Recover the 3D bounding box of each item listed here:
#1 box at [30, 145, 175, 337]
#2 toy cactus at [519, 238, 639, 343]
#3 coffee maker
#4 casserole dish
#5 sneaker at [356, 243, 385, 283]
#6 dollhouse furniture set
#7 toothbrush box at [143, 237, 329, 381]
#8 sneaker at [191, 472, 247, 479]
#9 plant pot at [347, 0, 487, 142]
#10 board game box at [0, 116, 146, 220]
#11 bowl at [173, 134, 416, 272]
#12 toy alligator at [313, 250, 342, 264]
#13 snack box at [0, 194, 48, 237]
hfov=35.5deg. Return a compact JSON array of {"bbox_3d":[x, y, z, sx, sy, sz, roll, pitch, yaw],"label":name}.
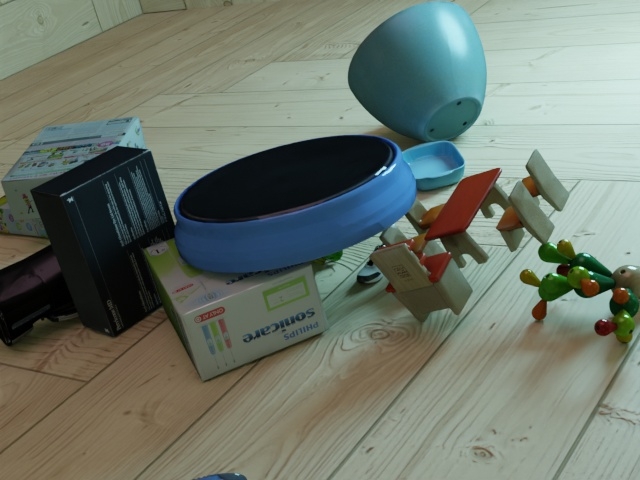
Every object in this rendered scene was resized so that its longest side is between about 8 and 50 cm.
[{"bbox_3d":[-0.341,-0.001,1.663,0.103,0.261,0.184,9,33,42],"label":"box"},{"bbox_3d":[0.379,0.069,1.338,0.180,0.112,0.219,-2,18,-18],"label":"toy cactus"},{"bbox_3d":[-0.488,0.071,1.700,0.178,0.171,0.120,-30,30,-29],"label":"coffee maker"},{"bbox_3d":[0.215,-0.142,1.923,0.114,0.037,0.188,-15,25,0],"label":"casserole dish"},{"bbox_3d":[0.091,0.032,1.614,0.040,0.043,0.109,8,34,36],"label":"sneaker"},{"bbox_3d":[0.190,-0.019,1.463,0.262,0.135,0.259,-17,29,46],"label":"dollhouse furniture set"},{"bbox_3d":[-0.138,0.074,1.561,0.206,0.122,0.283,-21,26,-12],"label":"toothbrush box"},{"bbox_3d":[-0.172,0.327,1.127,0.209,0.069,0.082,-15,56,-21],"label":"sneaker"},{"bbox_3d":[0.228,-0.317,2.058,0.290,0.290,0.195,-21,60,-13],"label":"plant pot"},{"bbox_3d":[-0.520,-0.161,2.148,0.224,0.097,0.303,-6,26,8],"label":"board game box"},{"bbox_3d":[-0.046,-0.070,1.570,0.391,0.077,0.391,-13,21,5],"label":"bowl"},{"bbox_3d":[0.000,0.000,1.730,0.051,0.056,0.190,22,10,-25],"label":"toy alligator"},{"bbox_3d":[-0.605,-0.078,2.206,0.207,0.070,0.174,6,31,34],"label":"snack box"}]
